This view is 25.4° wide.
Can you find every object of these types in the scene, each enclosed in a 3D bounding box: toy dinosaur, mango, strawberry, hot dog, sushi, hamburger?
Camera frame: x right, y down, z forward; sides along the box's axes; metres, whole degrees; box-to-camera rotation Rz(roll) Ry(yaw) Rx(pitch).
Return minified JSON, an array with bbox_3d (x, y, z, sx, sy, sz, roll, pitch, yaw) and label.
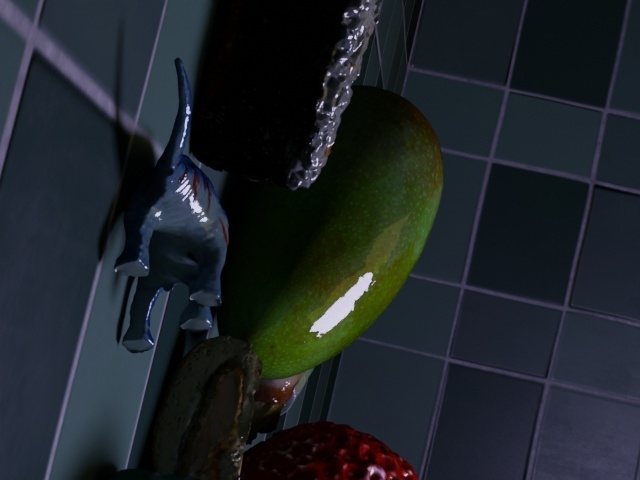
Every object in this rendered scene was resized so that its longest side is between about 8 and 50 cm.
[{"bbox_3d":[-0.102,0.001,1.030,0.329,0.076,0.144,92,5,-72],"label":"toy dinosaur"},{"bbox_3d":[0.006,-0.012,1.458,0.225,0.201,0.382,-50,-173,50],"label":"mango"},{"bbox_3d":[-0.018,0.366,1.626,0.310,0.292,0.291,-77,176,-59],"label":"strawberry"},{"bbox_3d":[-0.052,0.129,1.674,0.123,0.093,0.261,-64,165,-65],"label":"hot dog"},{"bbox_3d":[-0.023,-0.157,1.196,0.136,0.126,0.225,12,92,-84],"label":"sushi"},{"bbox_3d":[-0.112,0.181,1.306,0.102,0.087,0.176,116,-16,-64],"label":"hamburger"}]

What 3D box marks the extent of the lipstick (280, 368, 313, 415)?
[{"bbox_3d":[-0.044,0.163,1.927,0.304,0.076,0.076,-49,151,-76],"label":"lipstick"}]

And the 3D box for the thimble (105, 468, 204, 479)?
[{"bbox_3d":[-0.118,0.327,1.103,0.254,0.167,0.288,-45,146,-77],"label":"thimble"}]
